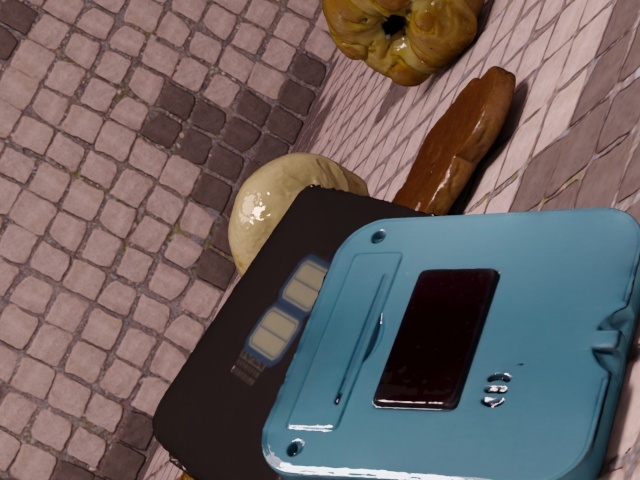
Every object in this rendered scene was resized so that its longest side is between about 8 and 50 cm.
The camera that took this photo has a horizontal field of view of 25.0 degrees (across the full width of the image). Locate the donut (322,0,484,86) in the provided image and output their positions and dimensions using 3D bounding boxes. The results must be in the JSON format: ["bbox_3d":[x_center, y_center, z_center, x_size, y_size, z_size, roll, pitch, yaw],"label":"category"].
[{"bbox_3d":[0.117,-0.333,2.035,0.128,0.208,0.261,-65,14,-22],"label":"donut"}]

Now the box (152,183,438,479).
[{"bbox_3d":[-0.015,0.112,1.470,0.350,0.091,0.359,-57,25,-7],"label":"box"}]

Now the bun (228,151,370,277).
[{"bbox_3d":[0.000,0.000,1.718,0.127,0.222,0.222,8,68,58],"label":"bun"}]

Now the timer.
[{"bbox_3d":[0.105,0.091,1.013,0.250,0.091,0.232,-5,47,36],"label":"timer"}]

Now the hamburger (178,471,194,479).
[{"bbox_3d":[-0.115,0.315,1.654,0.215,0.122,0.189,-55,13,51],"label":"hamburger"}]

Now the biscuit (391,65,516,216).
[{"bbox_3d":[0.143,-0.082,1.639,0.290,0.041,0.208,-52,12,52],"label":"biscuit"}]
